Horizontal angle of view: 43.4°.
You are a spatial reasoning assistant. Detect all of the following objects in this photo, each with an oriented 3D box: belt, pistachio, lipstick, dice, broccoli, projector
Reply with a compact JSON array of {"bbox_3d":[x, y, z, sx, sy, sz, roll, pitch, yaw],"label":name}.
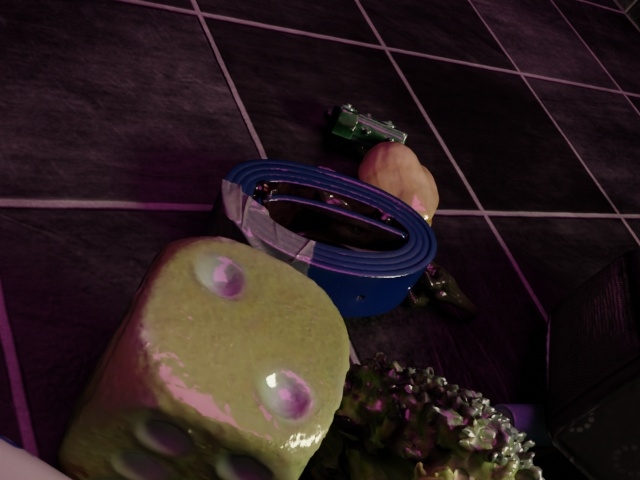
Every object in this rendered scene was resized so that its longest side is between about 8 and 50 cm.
[{"bbox_3d":[0.000,0.000,1.236,0.346,0.117,0.213,15,47,-15],"label":"belt"},{"bbox_3d":[0.135,-0.088,1.454,0.145,0.117,0.201,-1,56,-18],"label":"pistachio"},{"bbox_3d":[0.384,0.302,1.312,0.274,0.061,0.068,12,25,-36],"label":"lipstick"},{"bbox_3d":[-0.124,0.166,0.901,0.254,0.252,0.250,26,42,-11],"label":"dice"},{"bbox_3d":[0.104,0.307,0.985,0.293,0.348,0.281,20,62,40],"label":"broccoli"},{"bbox_3d":[0.572,0.260,1.294,0.395,0.242,0.405,42,28,-3],"label":"projector"}]

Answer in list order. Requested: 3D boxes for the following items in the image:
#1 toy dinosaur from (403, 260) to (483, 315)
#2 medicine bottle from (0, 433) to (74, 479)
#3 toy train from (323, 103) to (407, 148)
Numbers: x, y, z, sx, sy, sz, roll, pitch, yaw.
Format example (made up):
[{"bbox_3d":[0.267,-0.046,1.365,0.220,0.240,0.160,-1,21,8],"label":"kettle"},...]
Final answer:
[{"bbox_3d":[0.207,0.052,1.396,0.178,0.087,0.187,-10,61,-41],"label":"toy dinosaur"},{"bbox_3d":[-0.374,0.220,0.761,0.340,0.130,0.130,33,40,-5],"label":"medicine bottle"},{"bbox_3d":[0.088,-0.208,1.537,0.170,0.071,0.111,20,10,-15],"label":"toy train"}]
